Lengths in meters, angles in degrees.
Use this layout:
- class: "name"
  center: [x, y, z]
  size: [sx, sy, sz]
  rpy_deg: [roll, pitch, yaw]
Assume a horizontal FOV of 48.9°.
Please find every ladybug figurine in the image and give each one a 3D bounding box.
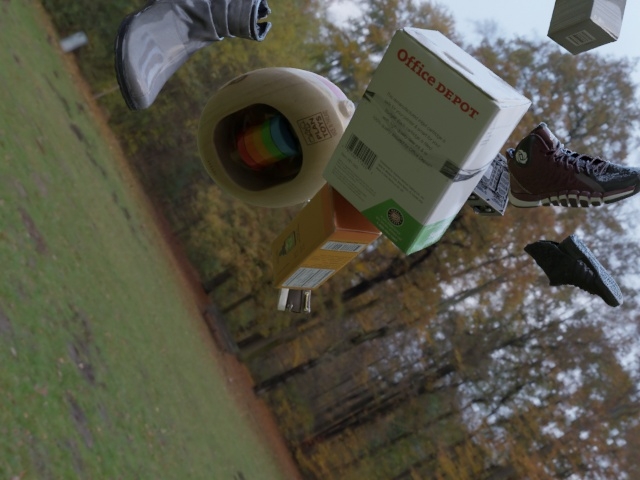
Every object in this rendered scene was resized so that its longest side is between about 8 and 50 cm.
- class: "ladybug figurine"
  center: [-0.086, -0.235, 1.554]
  size: [0.449, 0.162, 0.305]
  rpy_deg: [-9, -68, 42]

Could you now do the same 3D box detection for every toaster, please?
- class: "toaster"
  center: [0.471, -0.182, 2.047]
  size: [0.168, 0.186, 0.110]
  rpy_deg: [32, -20, -31]

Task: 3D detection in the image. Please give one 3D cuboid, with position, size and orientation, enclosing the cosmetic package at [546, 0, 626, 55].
- class: "cosmetic package"
  center: [0.596, -0.546, 1.544]
  size: [0.107, 0.238, 0.127]
  rpy_deg: [26, -14, -24]

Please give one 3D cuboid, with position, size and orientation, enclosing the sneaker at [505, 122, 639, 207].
- class: "sneaker"
  center: [0.475, -0.152, 1.350]
  size: [0.281, 0.106, 0.162]
  rpy_deg: [-4, -68, 42]

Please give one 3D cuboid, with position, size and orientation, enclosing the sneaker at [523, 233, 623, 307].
- class: "sneaker"
  center: [0.434, 0.058, 1.212]
  size: [0.051, 0.089, 0.170]
  rpy_deg: [-12, 64, -52]

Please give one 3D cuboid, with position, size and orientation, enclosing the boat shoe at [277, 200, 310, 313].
- class: "boat shoe"
  center: [-0.040, 0.049, 1.933]
  size: [0.116, 0.096, 0.324]
  rpy_deg: [-100, -157, -75]

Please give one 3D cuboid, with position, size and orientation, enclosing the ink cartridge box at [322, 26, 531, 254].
- class: "ink cartridge box"
  center: [0.121, -0.120, 0.848]
  size: [0.160, 0.092, 0.219]
  rpy_deg: [45, -54, 22]

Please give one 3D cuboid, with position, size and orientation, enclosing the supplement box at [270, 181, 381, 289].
- class: "supplement box"
  center: [0.000, 0.000, 1.023]
  size: [0.233, 0.080, 0.078]
  rpy_deg: [-41, -131, 55]

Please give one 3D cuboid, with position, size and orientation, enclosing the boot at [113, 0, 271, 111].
- class: "boot"
  center: [-0.210, -0.358, 1.215]
  size: [0.118, 0.222, 0.338]
  rpy_deg: [79, 15, -52]
